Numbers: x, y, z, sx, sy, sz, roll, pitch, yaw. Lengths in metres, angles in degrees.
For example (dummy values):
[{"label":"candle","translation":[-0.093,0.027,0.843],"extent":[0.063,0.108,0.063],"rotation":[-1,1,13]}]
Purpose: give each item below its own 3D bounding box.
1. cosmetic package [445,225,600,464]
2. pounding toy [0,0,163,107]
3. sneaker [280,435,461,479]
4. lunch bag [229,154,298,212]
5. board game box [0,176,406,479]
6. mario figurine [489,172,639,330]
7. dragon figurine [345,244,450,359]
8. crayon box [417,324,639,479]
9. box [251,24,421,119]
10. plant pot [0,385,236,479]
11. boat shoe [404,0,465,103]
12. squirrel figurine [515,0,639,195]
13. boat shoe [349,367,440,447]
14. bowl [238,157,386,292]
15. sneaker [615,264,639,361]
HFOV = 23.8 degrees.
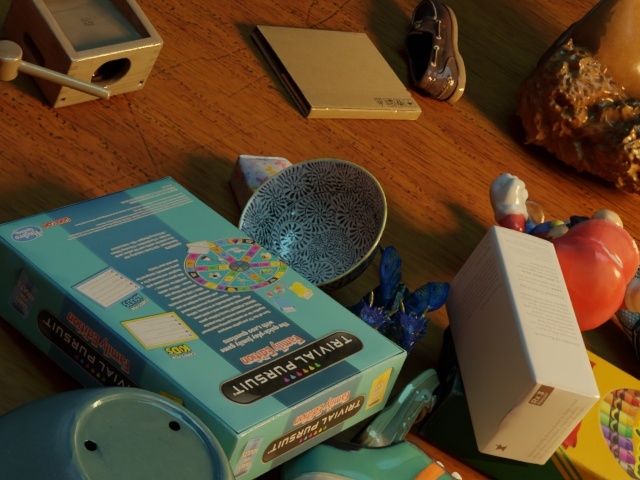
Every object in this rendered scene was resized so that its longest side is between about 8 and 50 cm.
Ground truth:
[{"label":"cosmetic package","translation":[0.204,0.106,1.571],"extent":[0.085,0.117,0.231],"rotation":[15,40,-22]},{"label":"pounding toy","translation":[-0.291,-0.202,1.715],"extent":[0.206,0.094,0.181],"rotation":[-18,64,-38]},{"label":"sneaker","translation":[0.106,0.255,1.459],"extent":[0.302,0.108,0.121],"rotation":[22,41,-14]},{"label":"lunch bag","translation":[-0.055,-0.058,1.758],"extent":[0.083,0.053,0.071],"rotation":[0,44,-26]},{"label":"board game box","translation":[-0.126,0.079,1.455],"extent":[0.336,0.079,0.254],"rotation":[36,33,25]},{"label":"mario figurine","translation":[0.307,0.004,1.785],"extent":[0.198,0.170,0.320],"rotation":[-4,8,-1]},{"label":"dragon figurine","translation":[0.083,0.065,1.638],"extent":[0.085,0.144,0.289],"rotation":[34,35,-1]},{"label":"crayon box","translation":[0.277,0.208,1.680],"extent":[0.318,0.081,0.202],"rotation":[30,34,-6]},{"label":"box","translation":[0.023,-0.227,2.050],"extent":[0.201,0.021,0.164],"rotation":[-3,49,-41]},{"label":"plant pot","translation":[-0.173,0.228,1.191],"extent":[0.290,0.195,0.290],"rotation":[21,37,-17]},{"label":"boat shoe","translation":[0.157,-0.283,2.181],"extent":[0.073,0.073,0.207],"rotation":[19,37,-24]},{"label":"squirrel figurine","translation":[0.495,-0.173,2.215],"extent":[0.370,0.281,0.397],"rotation":[45,49,-2]},{"label":"boat shoe","translation":[0.086,0.187,1.576],"extent":[0.048,0.056,0.153],"rotation":[46,39,5]},{"label":"bowl","translation":[0.000,0.000,1.683],"extent":[0.170,0.080,0.170],"rotation":[-9,54,13]},{"label":"sneaker","translation":[0.455,0.150,1.824],"extent":[0.146,0.134,0.343],"rotation":[11,39,-49]}]
